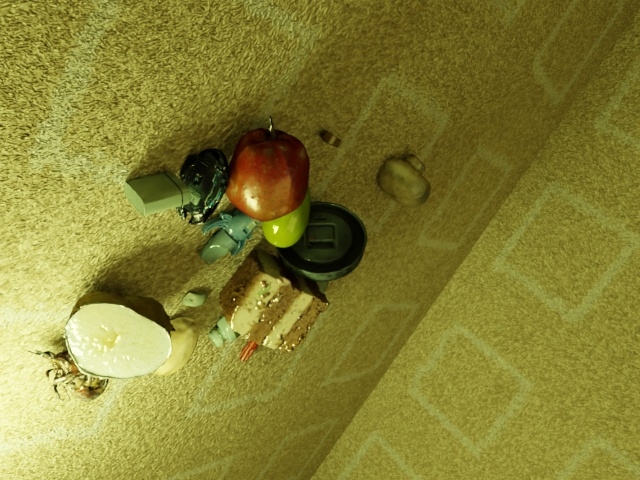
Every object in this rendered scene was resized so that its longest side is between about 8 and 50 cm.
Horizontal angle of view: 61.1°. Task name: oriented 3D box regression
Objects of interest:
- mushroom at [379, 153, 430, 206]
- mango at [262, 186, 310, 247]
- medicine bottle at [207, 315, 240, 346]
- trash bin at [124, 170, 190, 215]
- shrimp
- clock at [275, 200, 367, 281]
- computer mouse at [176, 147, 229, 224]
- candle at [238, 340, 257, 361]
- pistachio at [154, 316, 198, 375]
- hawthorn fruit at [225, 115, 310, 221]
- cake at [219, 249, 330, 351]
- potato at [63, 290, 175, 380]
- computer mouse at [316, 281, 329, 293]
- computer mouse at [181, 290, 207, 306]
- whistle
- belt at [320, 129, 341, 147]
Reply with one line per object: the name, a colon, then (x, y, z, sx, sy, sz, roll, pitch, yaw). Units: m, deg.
mushroom: (0.374, -0.238, 2.246, 0.195, 0.189, 0.254, -49, 152, 4)
mango: (-0.105, -0.110, 1.793, 0.185, 0.149, 0.273, 2, 100, -78)
medicine bottle: (-0.319, 0.312, 2.066, 0.229, 0.083, 0.121, -36, 150, -20)
trash bin: (-0.427, -0.125, 1.420, 0.130, 0.116, 0.059, -22, 138, -36)
shrimp: (-0.735, 0.385, 1.588, 0.145, 0.116, 0.343, -56, 152, -18)
clock: (0.000, 0.000, 1.900, 0.325, 0.325, 0.067, -34, 150, -25)
computer mouse: (-0.323, -0.150, 1.518, 0.241, 0.146, 0.077, -58, 164, 19)
candle: (-0.260, 0.398, 2.208, 0.329, 0.051, 0.048, -55, 177, 37)
pistachio: (-0.502, 0.356, 1.836, 0.229, 0.157, 0.157, -47, 150, -15)
hawthorn fruit: (-0.153, -0.217, 1.550, 0.254, 0.254, 0.300, -29, 140, -30)
cake: (-0.171, 0.203, 1.899, 0.290, 0.282, 0.255, 34, 97, -24)
potato: (-0.592, 0.256, 1.578, 0.300, 0.196, 0.246, 34, 93, -30)
computer mouse: (-0.092, 0.223, 2.247, 0.331, 0.095, 0.197, -45, 137, -27)
computer mouse: (-0.427, 0.202, 1.857, 0.110, 0.032, 0.056, 9, 116, -55)
whistle: (-0.282, -0.031, 1.746, 0.269, 0.093, 0.180, -42, 143, 0)
belt: (0.037, -0.340, 1.829, 0.036, 0.059, 0.083, -57, 149, 11)
